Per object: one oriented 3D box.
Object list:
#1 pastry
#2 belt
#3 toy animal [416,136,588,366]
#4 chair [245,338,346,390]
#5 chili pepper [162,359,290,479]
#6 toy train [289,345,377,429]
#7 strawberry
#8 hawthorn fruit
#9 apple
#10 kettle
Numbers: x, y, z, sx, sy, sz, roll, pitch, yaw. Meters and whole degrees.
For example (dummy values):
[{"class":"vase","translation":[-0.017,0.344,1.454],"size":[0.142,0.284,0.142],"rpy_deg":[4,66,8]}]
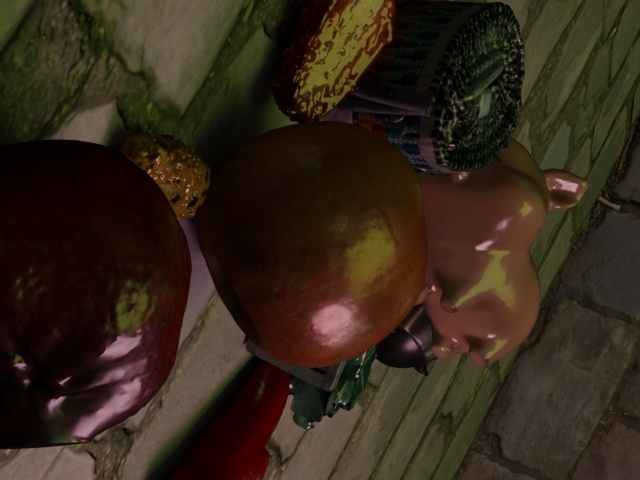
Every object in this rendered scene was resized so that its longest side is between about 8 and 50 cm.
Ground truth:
[{"class":"pastry","translation":[-0.146,-0.058,1.158],"size":[0.080,0.056,0.140],"rpy_deg":[-57,164,11]},{"class":"belt","translation":[0.135,-0.187,1.575],"size":[0.295,0.161,0.206],"rpy_deg":[-48,136,-44]},{"class":"toy animal","translation":[0.221,0.006,1.744],"size":[0.269,0.237,0.326],"rpy_deg":[-59,145,-35]},{"class":"chair","translation":[-0.012,0.037,1.497],"size":[0.270,0.136,0.147],"rpy_deg":[-66,159,6]},{"class":"chili pepper","translation":[-0.122,0.280,1.555],"size":[0.110,0.110,0.387],"rpy_deg":[94,22,-44]},{"class":"toy train","translation":[0.027,0.135,1.724],"size":[0.154,0.115,0.269],"rpy_deg":[-44,152,-59]},{"class":"strawberry","translation":[0.002,-0.216,1.344],"size":[0.188,0.082,0.121],"rpy_deg":[-54,139,-6]},{"class":"hawthorn fruit","translation":[-0.189,0.021,0.938],"size":[0.266,0.210,0.230],"rpy_deg":[-66,161,-48]},{"class":"apple","translation":[0.000,0.000,1.300],"size":[0.253,0.254,0.253],"rpy_deg":[-52,156,-34]},{"class":"kettle","translation":[0.171,0.074,1.930],"size":[0.271,0.207,0.250],"rpy_deg":[-49,163,-20]}]
